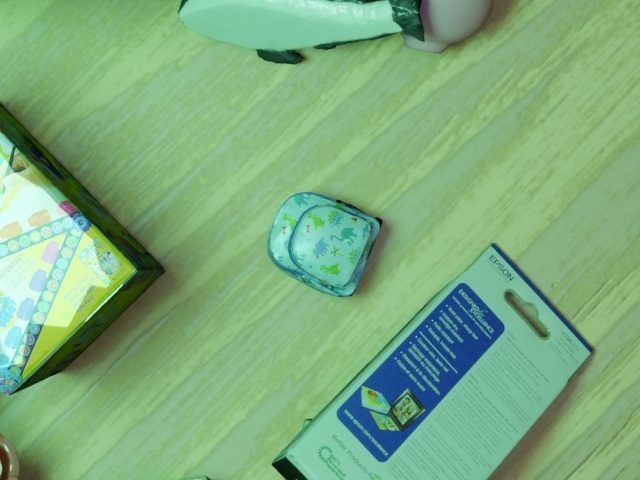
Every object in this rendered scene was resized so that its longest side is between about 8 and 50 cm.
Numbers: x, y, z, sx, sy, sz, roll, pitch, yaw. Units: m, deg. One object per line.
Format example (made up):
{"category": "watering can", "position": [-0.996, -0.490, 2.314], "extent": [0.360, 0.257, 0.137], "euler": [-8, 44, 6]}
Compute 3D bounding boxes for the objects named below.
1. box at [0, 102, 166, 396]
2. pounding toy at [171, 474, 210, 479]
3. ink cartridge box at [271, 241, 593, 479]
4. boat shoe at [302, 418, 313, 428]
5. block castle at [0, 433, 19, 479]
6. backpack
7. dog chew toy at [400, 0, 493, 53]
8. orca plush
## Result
{"category": "box", "position": [-0.329, -0.008, 1.432], "extent": [0.177, 0.290, 0.279], "euler": [-44, 89, -1]}
{"category": "pounding toy", "position": [-0.178, 0.343, 1.534], "extent": [0.130, 0.100, 0.141], "euler": [-9, 78, -2]}
{"category": "ink cartridge box", "position": [0.131, 0.180, 1.510], "extent": [0.176, 0.069, 0.371], "euler": [47, 61, 0]}
{"category": "boat shoe", "position": [0.073, 0.270, 1.540], "extent": [0.223, 0.080, 0.073], "euler": [26, 83, -5]}
{"category": "block castle", "position": [-0.344, 0.447, 1.411], "extent": [0.303, 0.213, 0.453], "euler": [-32, 90, -24]}
{"category": "backpack", "position": [0.000, 0.000, 1.543], "extent": [0.114, 0.084, 0.105], "euler": [23, 86, 2]}
{"category": "dog chew toy", "position": [0.147, -0.371, 1.506], "extent": [0.206, 0.206, 0.332], "euler": [10, 104, -1]}
{"category": "orca plush", "position": [-0.016, -0.280, 1.519], "extent": [0.287, 0.151, 0.102], "euler": [-5, 57, 36]}
